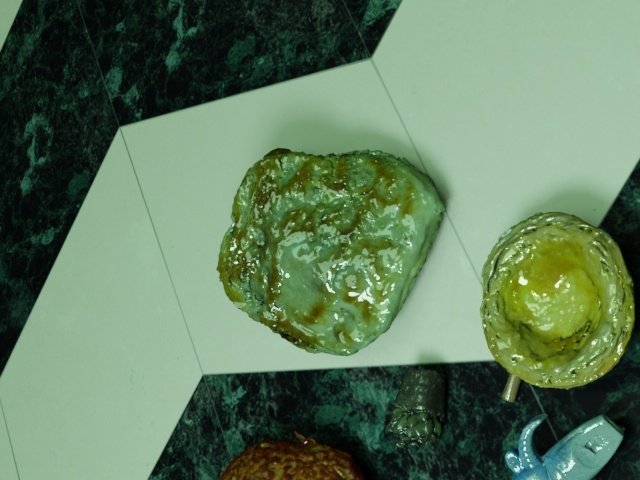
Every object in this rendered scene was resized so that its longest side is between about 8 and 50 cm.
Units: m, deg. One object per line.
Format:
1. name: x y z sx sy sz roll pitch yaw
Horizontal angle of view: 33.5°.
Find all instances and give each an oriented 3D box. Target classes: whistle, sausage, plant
1. whistle: 0.364 0.373 1.656 0.180 0.093 0.269 43 111 11
2. sausage: 0.328 0.212 1.758 0.026 0.026 0.116 22 96 40
3. plant: 0.169 0.290 1.836 0.094 0.092 0.143 2 75 33

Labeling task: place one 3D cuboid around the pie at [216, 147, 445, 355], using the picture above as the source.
1. pie: 0.016 0.016 1.958 0.418 0.180 0.395 12 89 33

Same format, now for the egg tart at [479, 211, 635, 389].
1. egg tart: 0.377 0.095 1.678 0.288 0.118 0.288 -7 79 40

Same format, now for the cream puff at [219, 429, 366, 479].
1. cream puff: -0.067 0.513 1.903 0.350 0.229 0.350 -9 75 36
